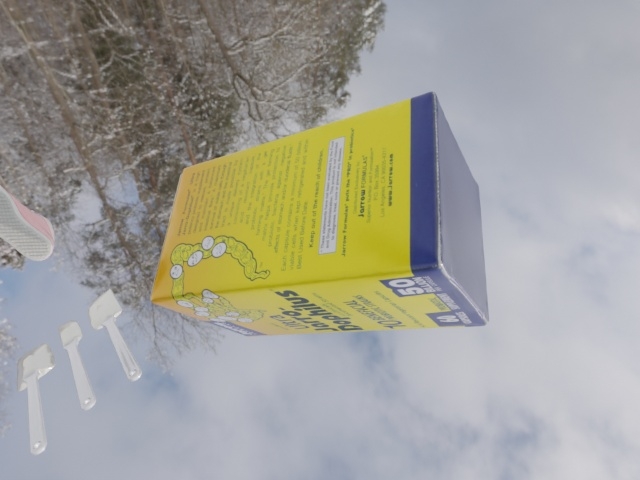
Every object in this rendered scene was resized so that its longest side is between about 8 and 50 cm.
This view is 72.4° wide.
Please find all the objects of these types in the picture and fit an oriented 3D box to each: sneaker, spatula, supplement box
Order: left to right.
[{"bbox_3d":[-0.427,-0.031,0.609,0.051,0.134,0.070,-39,-157,-8],"label":"sneaker"},{"bbox_3d":[-0.329,0.165,0.585,0.168,0.019,0.242,-37,-144,-19],"label":"spatula"},{"bbox_3d":[0.000,0.000,0.547,0.357,0.194,0.195,-10,-119,30],"label":"supplement box"}]
